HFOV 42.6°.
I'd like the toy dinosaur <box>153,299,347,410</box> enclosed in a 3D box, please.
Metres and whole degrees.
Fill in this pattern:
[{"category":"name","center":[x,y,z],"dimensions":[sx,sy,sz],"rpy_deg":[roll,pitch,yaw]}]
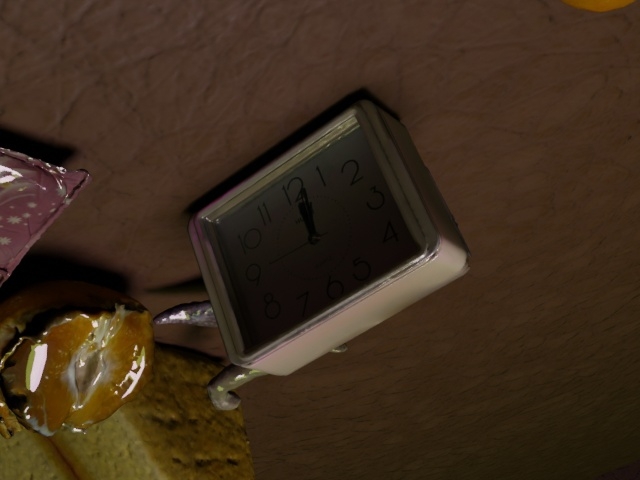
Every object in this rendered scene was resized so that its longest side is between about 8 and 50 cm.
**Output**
[{"category":"toy dinosaur","center":[-0.014,0.068,0.823],"dimensions":[0.294,0.077,0.162],"rpy_deg":[-25,149,-21]}]

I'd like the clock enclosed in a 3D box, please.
[{"category":"clock","center":[0.000,0.000,0.643],"dimensions":[0.192,0.146,0.071],"rpy_deg":[-32,152,20]}]

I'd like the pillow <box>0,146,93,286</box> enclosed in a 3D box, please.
[{"category":"pillow","center":[-0.254,-0.010,0.582],"dimensions":[0.118,0.043,0.185],"rpy_deg":[19,129,-43]}]

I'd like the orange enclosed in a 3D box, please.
[{"category":"orange","center":[-0.222,0.095,0.696],"dimensions":[0.160,0.112,0.169],"rpy_deg":[-37,155,-36]}]

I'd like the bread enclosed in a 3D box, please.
[{"category":"bread","center":[-0.193,0.311,0.825],"dimensions":[0.233,0.361,0.245],"rpy_deg":[-34,149,23]}]

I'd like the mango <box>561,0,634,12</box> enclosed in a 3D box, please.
[{"category":"mango","center":[0.194,-0.218,0.471],"dimensions":[0.102,0.084,0.184],"rpy_deg":[5,132,-30]}]
